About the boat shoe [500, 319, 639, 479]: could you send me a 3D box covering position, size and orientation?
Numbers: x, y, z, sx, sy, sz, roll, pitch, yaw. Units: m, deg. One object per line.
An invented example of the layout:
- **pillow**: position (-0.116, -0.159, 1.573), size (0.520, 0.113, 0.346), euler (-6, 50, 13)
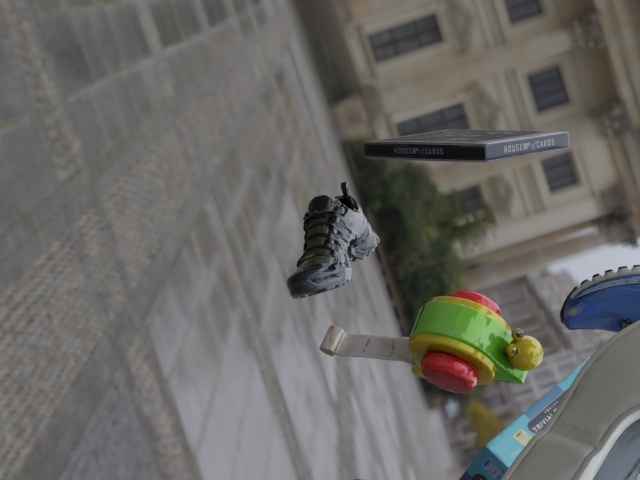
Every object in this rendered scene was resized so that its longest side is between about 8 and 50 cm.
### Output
- **boat shoe**: position (0.307, 0.194, 1.372), size (0.116, 0.319, 0.099), euler (24, -26, 53)

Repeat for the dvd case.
- **dvd case**: position (0.207, -0.137, 1.939), size (0.239, 0.179, 0.029), euler (7, -76, 48)

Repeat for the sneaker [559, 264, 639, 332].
- **sneaker**: position (0.517, 0.122, 1.984), size (0.130, 0.330, 0.147), euler (58, 35, -66)

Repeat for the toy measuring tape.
- **toy measuring tape**: position (0.115, 0.113, 1.629), size (0.121, 0.330, 0.121), euler (-6, 98, -51)

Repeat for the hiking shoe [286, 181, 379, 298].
- **hiking shoe**: position (0.000, 0.000, 1.871), size (0.114, 0.086, 0.227), euler (66, 28, -13)

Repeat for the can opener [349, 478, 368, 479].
- **can opener**: position (0.071, 0.571, 2.427), size (0.074, 0.093, 0.280), euler (140, -46, -71)

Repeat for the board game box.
- **board game box**: position (0.344, 0.366, 2.301), size (0.079, 0.336, 0.254), euler (43, -46, 18)
